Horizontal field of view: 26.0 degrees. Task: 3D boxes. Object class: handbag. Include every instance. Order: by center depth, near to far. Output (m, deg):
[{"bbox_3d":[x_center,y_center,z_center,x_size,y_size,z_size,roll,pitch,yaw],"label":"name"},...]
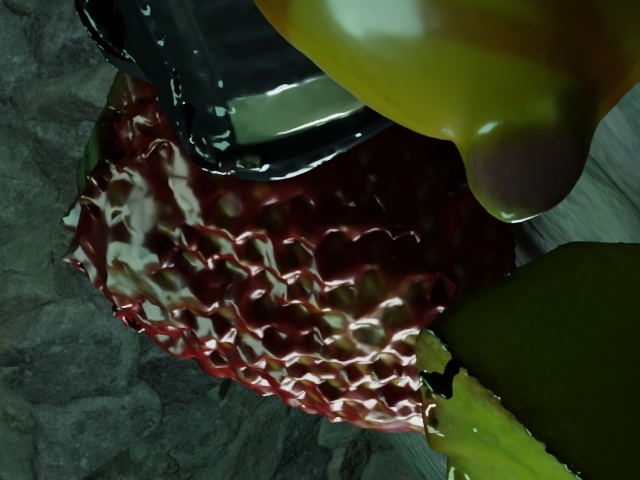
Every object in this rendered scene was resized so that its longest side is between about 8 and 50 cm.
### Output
[{"bbox_3d":[-0.036,-0.160,0.685,0.254,0.181,0.181,50,165,47],"label":"handbag"}]

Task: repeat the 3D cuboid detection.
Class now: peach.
[{"bbox_3d":[0.176,0.120,0.639,0.267,0.154,0.159,43,160,21],"label":"peach"}]

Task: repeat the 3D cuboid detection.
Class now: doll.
[{"bbox_3d":[0.018,-0.154,0.407,0.269,0.166,0.162,54,176,-11],"label":"doll"}]

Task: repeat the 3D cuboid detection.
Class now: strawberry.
[{"bbox_3d":[0.002,-0.006,0.942,0.343,0.292,0.292,36,170,10],"label":"strawberry"}]
